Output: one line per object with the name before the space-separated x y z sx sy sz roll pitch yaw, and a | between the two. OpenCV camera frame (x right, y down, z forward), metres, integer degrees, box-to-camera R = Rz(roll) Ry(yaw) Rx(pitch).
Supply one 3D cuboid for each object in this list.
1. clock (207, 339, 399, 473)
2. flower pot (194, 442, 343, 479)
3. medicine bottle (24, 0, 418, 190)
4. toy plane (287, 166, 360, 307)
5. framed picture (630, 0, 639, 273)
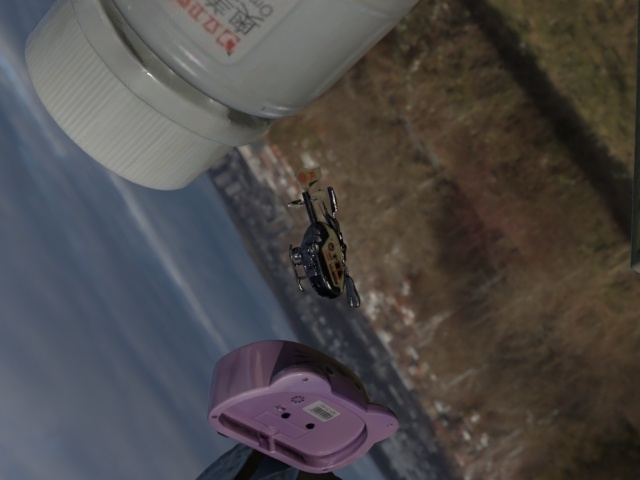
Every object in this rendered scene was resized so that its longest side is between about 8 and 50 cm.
clock | -0.013 0.131 0.990 0.152 0.110 0.050 33 -144 -39
flower pot | -0.029 0.357 1.206 0.251 0.379 0.379 50 180 -18
medicine bottle | -0.084 -0.211 1.032 0.245 0.306 0.245 35 -150 -24
toy plane | 0.000 0.000 0.959 0.031 0.049 0.121 -16 91 46
framed picture | 0.283 -0.114 0.810 0.016 0.184 0.250 28 -127 -26
